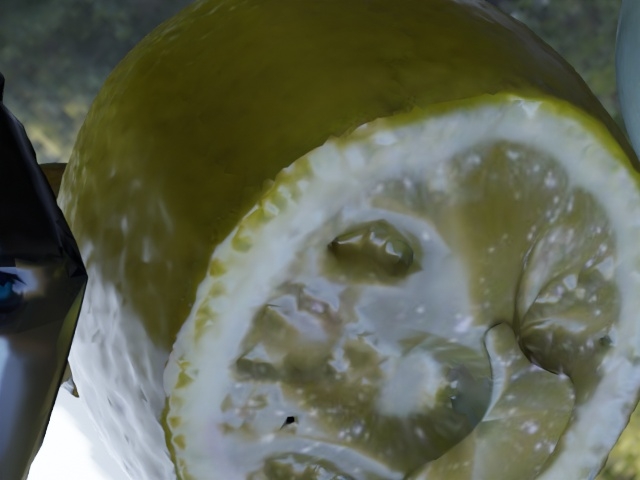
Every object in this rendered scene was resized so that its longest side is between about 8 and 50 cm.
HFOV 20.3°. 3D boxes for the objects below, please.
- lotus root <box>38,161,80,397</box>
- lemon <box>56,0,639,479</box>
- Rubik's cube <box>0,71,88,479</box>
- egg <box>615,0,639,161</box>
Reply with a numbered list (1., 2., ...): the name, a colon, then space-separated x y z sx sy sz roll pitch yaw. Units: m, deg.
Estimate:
1. lotus root: -0.243 0.026 1.597 0.180 0.199 0.188 33 143 15
2. lemon: 0.000 0.000 1.054 0.364 0.364 0.364 44 180 0
3. Rubik's cube: -0.281 0.028 0.679 0.288 0.293 0.283 -5 -131 -27
4. egg: 0.210 -0.074 0.707 0.186 0.186 0.253 44 -179 10
